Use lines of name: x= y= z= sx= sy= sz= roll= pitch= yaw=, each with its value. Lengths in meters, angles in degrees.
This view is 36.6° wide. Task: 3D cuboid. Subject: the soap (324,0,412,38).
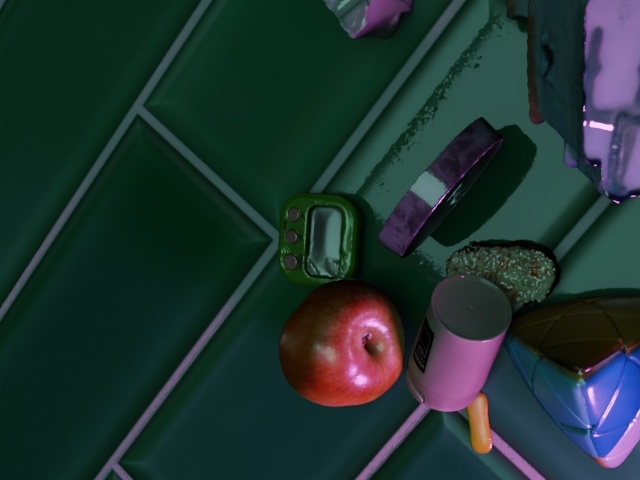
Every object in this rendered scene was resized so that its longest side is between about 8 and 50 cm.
soap: x=0.100 y=-0.450 z=1.304 sx=0.302 sy=0.159 sz=0.258 roll=-40 pitch=75 yaw=23

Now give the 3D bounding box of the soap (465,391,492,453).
soap: x=0.225 y=0.259 z=1.377 sx=0.034 sy=0.012 sz=0.089 roll=-6 pitch=91 yaw=24

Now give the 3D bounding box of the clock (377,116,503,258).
clock: x=0.160 y=-0.067 z=1.276 sx=0.042 sy=0.215 sz=0.215 roll=41 pitch=108 yaw=10

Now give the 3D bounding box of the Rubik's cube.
Rubik's cube: x=0.330 y=0.186 z=1.263 sx=0.254 sy=0.254 sz=0.254 roll=2 pitch=94 yaw=23

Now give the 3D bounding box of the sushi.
sushi: x=0.249 y=0.045 z=1.317 sx=0.150 sy=0.078 sz=0.090 roll=3 pitch=95 yaw=22

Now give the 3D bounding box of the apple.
apple: x=0.028 y=0.148 z=1.367 sx=0.199 sy=0.199 sz=0.199 roll=2 pitch=94 yaw=23

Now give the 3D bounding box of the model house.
model house: x=0.366 y=-0.248 z=1.192 sx=0.251 sy=0.329 sz=0.295 roll=-11 pitch=115 yaw=-11

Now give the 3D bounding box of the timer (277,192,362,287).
timer: x=0.000 y=0.000 z=1.439 sx=0.128 sy=0.047 sz=0.140 roll=6 pitch=96 yaw=24

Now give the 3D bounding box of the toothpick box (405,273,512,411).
toothpick box: x=0.182 y=0.140 z=1.291 sx=0.111 sy=0.111 sz=0.181 roll=34 pitch=145 yaw=18
